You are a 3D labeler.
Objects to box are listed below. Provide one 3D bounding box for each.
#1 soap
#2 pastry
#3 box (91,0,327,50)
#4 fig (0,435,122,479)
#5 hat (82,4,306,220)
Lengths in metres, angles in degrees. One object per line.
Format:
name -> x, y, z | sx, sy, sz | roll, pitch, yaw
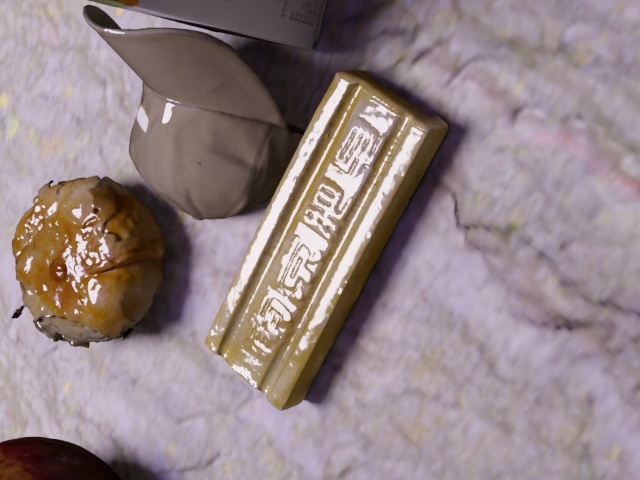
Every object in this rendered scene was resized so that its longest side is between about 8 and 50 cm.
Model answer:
soap -> 0.000, 0.000, 0.731 | 0.092, 0.037, 0.252 | 35, 109, 26
pastry -> -0.200, 0.017, 0.837 | 0.153, 0.081, 0.153 | -7, 77, 33
box -> -0.098, -0.247, 0.631 | 0.106, 0.299, 0.200 | 19, 102, 30
fig -> -0.226, 0.267, 0.806 | 0.205, 0.205, 0.205 | 1, 92, 33
hat -> -0.117, -0.087, 0.729 | 0.166, 0.173, 0.144 | 23, 99, 34
